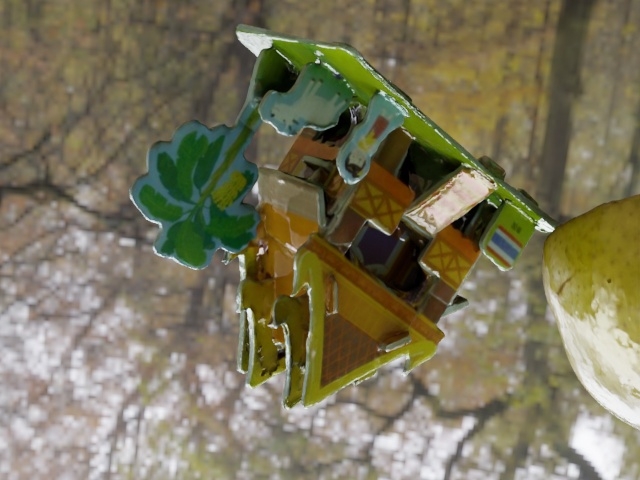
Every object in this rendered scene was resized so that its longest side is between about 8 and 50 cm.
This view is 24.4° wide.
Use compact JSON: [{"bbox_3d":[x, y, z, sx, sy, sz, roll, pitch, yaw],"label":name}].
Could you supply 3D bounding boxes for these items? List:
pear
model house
[{"bbox_3d":[0.371,0.095,1.374,0.340,0.191,0.386,7,158,-4],"label":"pear"},{"bbox_3d":[0.000,0.000,1.447,0.357,0.313,0.242,38,168,-35],"label":"model house"}]
